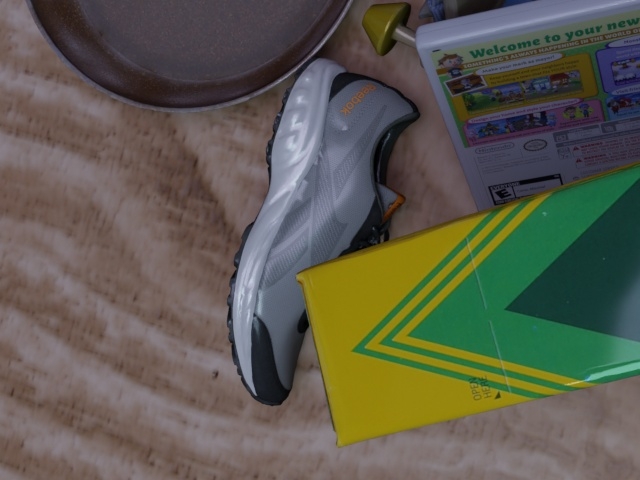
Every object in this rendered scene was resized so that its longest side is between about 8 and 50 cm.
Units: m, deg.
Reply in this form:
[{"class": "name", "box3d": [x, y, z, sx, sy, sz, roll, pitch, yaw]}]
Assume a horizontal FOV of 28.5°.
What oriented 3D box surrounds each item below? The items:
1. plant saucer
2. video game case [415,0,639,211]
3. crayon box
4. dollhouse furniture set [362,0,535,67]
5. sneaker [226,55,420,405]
[{"class": "plant saucer", "box3d": [-0.100, -0.256, 1.025, 0.310, 0.050, 0.311, 0, 90, 15]}, {"class": "video game case", "box3d": [0.192, -0.099, 0.877, 0.212, 0.193, 0.023, -10, 52, 16]}, {"class": "crayon box", "box3d": [0.204, 0.014, 0.750, 0.313, 0.363, 0.106, -19, 84, 24]}, {"class": "dollhouse furniture set", "box3d": [0.088, -0.298, 0.848, 0.198, 0.286, 0.303, 33, 87, 14]}, {"class": "sneaker", "box3d": [0.000, 0.000, 0.970, 0.108, 0.100, 0.271, 16, 94, 10]}]
